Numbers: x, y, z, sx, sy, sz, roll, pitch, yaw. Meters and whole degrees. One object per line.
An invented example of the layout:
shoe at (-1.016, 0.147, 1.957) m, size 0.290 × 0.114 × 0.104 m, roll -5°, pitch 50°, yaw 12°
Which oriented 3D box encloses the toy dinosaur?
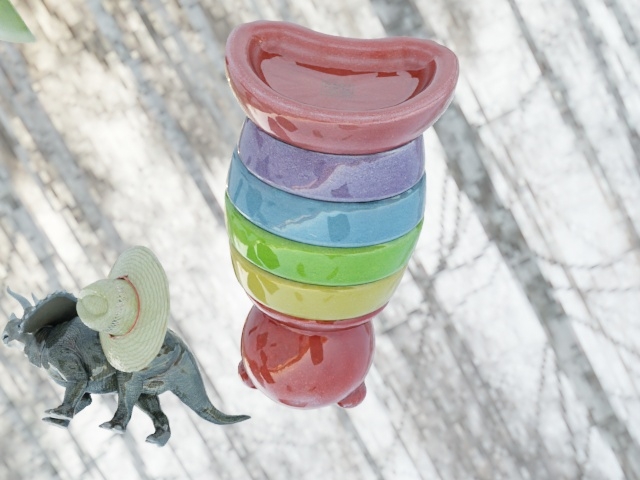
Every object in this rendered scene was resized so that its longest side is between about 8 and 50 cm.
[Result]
toy dinosaur at (-0.230, 0.141, 1.788) m, size 0.313 × 0.160 × 0.121 m, roll 9°, pitch 163°, yaw 4°

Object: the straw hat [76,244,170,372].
straw hat at (-0.220, 0.068, 1.638) m, size 0.061 × 0.144 × 0.144 m, roll 9°, pitch 174°, yaw -37°

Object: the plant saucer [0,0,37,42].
plant saucer at (-0.363, -0.287, 1.549) m, size 0.037 × 0.241 × 0.241 m, roll -35°, pitch -160°, yaw -5°

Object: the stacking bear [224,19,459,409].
stacking bear at (0.000, 0.000, 1.210) m, size 0.175 × 0.289 × 0.164 m, roll 7°, pitch -150°, yaw 1°
